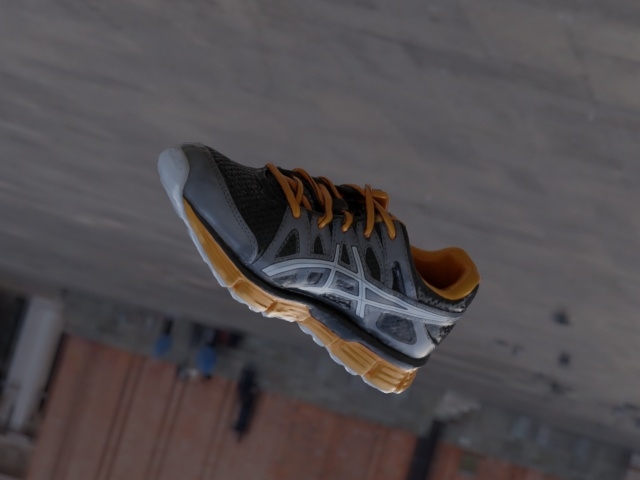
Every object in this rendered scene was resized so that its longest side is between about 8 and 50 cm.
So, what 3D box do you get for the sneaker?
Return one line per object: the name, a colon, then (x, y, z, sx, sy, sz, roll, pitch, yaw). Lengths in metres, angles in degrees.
sneaker: (0.000, 0.000, 0.873, 0.215, 0.083, 0.084, 34, -161, -43)
